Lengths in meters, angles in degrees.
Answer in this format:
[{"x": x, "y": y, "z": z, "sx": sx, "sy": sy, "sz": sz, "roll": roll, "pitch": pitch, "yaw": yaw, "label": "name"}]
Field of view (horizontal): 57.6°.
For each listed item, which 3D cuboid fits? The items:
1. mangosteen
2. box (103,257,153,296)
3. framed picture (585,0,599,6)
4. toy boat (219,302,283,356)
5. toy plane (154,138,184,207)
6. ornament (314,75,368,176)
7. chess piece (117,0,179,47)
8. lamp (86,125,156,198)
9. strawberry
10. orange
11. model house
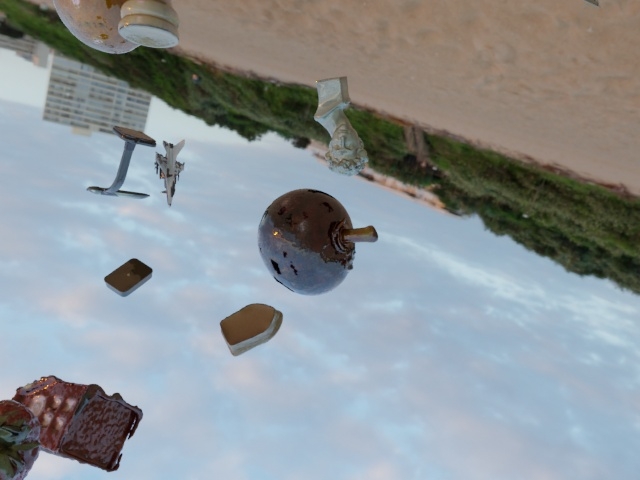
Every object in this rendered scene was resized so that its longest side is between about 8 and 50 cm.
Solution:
[{"x": 0.000, "y": 0.000, "z": 1.242, "sx": 0.261, "sy": 0.235, "sz": 0.235, "roll": -8, "pitch": 178, "yaw": 34, "label": "mangosteen"}, {"x": -0.566, "y": 0.110, "z": 1.723, "sx": 0.091, "sy": 0.031, "sz": 0.126, "roll": 28, "pitch": -135, "yaw": 19, "label": "box"}, {"x": 0.538, "y": -0.631, "z": 1.399, "sx": 0.296, "sy": 0.019, "sz": 0.232, "roll": 32, "pitch": -150, "yaw": 12, "label": "framed picture"}, {"x": -0.199, "y": 0.249, "z": 1.712, "sx": 0.188, "sy": 0.061, "sz": 0.116, "roll": -27, "pitch": -125, "yaw": -9, "label": "toy boat"}, {"x": -0.509, "y": -0.229, "z": 1.946, "sx": 0.082, "sy": 0.234, "sz": 0.160, "roll": 11, "pitch": 178, "yaw": 22, "label": "toy plane"}, {"x": 0.050, "y": -0.315, "z": 1.615, "sx": 0.120, "sy": 0.285, "sz": 0.130, "roll": -14, "pitch": 178, "yaw": 27, "label": "ornament"}, {"x": -0.265, "y": -0.403, "z": 0.920, "sx": 0.094, "sy": 0.170, "sz": 0.094, "roll": 4, "pitch": 180, "yaw": 0, "label": "chess piece"}, {"x": -0.594, "y": -0.224, "z": 1.855, "sx": 0.203, "sy": 0.283, "sz": 0.124, "roll": 3, "pitch": -141, "yaw": -45, "label": "lamp"}, {"x": -0.457, "y": 0.288, "z": 0.814, "sx": 0.131, "sy": 0.131, "sz": 0.148, "roll": 6, "pitch": 167, "yaw": -37, "label": "strawberry"}, {"x": -0.429, "y": -0.486, "z": 1.145, "sx": 0.171, "sy": 0.240, "sz": 0.240, "roll": -12, "pitch": -167, "yaw": 6, "label": "orange"}, {"x": -0.578, "y": 0.411, "z": 1.328, "sx": 0.254, "sy": 0.160, "sz": 0.196, "roll": 0, "pitch": 148, "yaw": 28, "label": "model house"}]
